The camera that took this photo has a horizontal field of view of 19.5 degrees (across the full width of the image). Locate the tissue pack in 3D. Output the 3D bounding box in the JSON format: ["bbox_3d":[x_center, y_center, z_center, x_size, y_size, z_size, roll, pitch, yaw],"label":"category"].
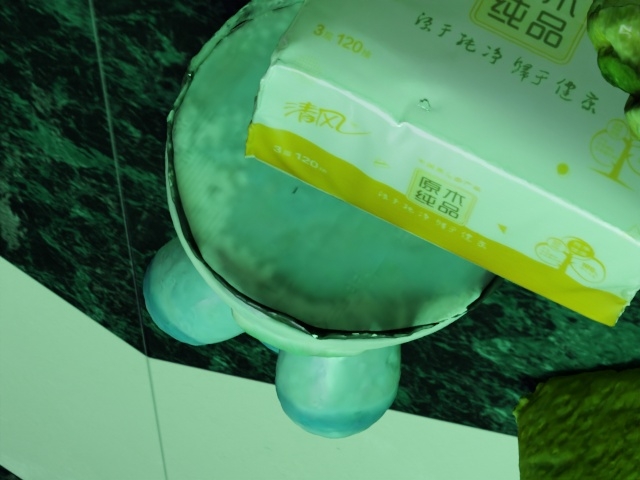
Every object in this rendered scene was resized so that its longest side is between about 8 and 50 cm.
[{"bbox_3d":[0.102,-0.089,1.005,0.225,0.185,0.124,26,153,6],"label":"tissue pack"}]

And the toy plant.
[{"bbox_3d":[0.000,0.000,1.250,0.247,0.247,0.332,29,160,1],"label":"toy plant"}]

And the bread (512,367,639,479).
[{"bbox_3d":[0.229,0.299,1.356,0.233,0.362,0.245,42,149,-24],"label":"bread"}]

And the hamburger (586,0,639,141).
[{"bbox_3d":[0.269,-0.069,0.801,0.285,0.265,0.134,26,135,61],"label":"hamburger"}]
